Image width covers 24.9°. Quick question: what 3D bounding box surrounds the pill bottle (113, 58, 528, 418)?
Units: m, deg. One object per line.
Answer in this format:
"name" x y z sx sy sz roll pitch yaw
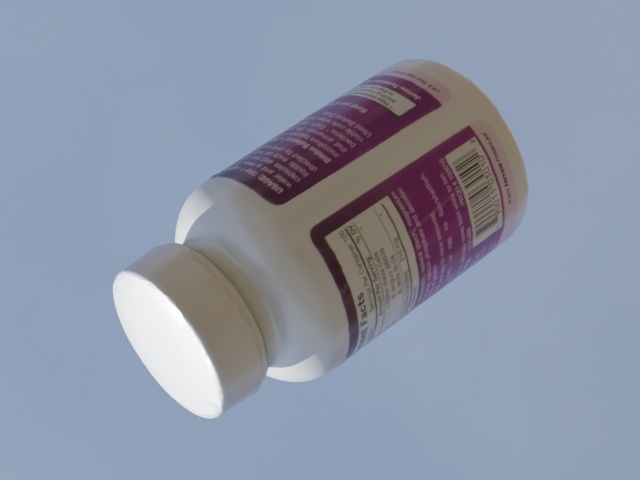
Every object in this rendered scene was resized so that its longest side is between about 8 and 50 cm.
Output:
"pill bottle" 0.000 0.000 1.088 0.301 0.169 0.169 -34 -93 -27
